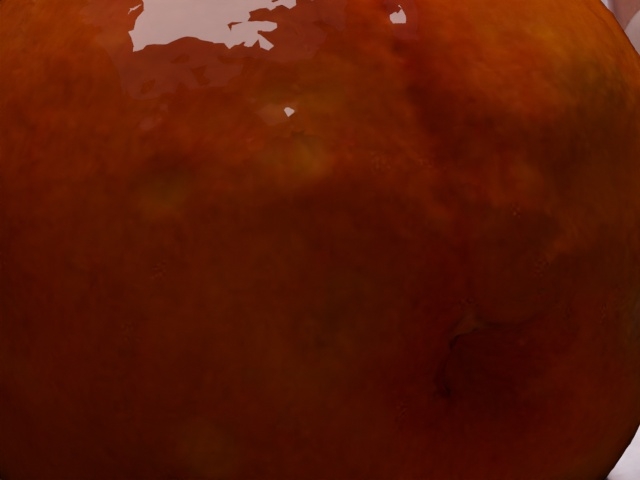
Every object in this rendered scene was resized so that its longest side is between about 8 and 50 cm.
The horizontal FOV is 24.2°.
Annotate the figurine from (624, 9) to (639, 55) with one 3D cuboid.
[{"bbox_3d":[0.262,-0.035,0.841,0.248,0.203,0.380,-5,34,22],"label":"figurine"}]

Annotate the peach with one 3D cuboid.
[{"bbox_3d":[0.000,0.000,0.664,0.343,0.342,0.302,-13,14,-20],"label":"peach"}]
